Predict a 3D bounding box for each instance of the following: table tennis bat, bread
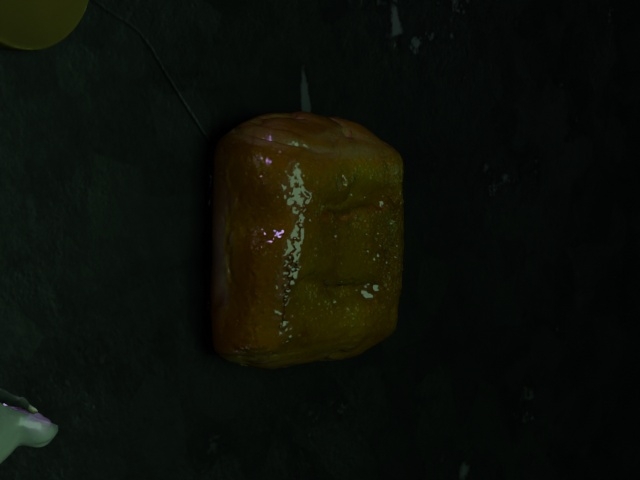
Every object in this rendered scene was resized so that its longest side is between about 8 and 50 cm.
[{"bbox_3d":[-0.367,-0.308,1.669,0.321,0.050,0.198,-4,96,-51],"label":"table tennis bat"},{"bbox_3d":[0.006,0.001,2.040,0.328,0.148,0.337,1,94,-48],"label":"bread"}]

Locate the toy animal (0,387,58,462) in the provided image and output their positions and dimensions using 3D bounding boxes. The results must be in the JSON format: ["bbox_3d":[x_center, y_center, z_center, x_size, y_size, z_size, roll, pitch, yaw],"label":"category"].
[{"bbox_3d":[-0.395,0.225,1.403,0.289,0.174,0.249,-55,140,-28],"label":"toy animal"}]
